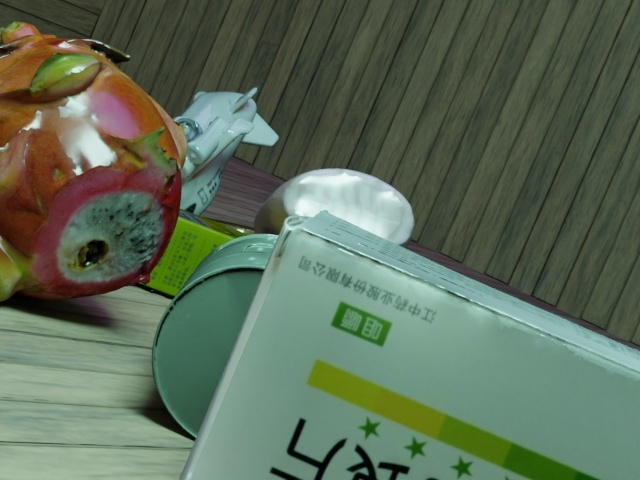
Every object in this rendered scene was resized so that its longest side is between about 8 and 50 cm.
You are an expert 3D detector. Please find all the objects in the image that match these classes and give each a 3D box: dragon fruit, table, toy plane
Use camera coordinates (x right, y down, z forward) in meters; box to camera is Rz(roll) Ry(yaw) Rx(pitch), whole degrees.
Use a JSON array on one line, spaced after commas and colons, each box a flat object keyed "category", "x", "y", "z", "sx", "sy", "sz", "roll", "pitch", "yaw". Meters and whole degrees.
[{"category": "dragon fruit", "x": -0.216, "y": -0.060, "z": 1.284, "sx": 0.227, "sy": 0.224, "sz": 0.224, "roll": 34, "pitch": 10, "yaw": 38}, {"category": "table", "x": -0.046, "y": 0.067, "z": 1.164, "sx": 0.126, "sy": 0.126, "sz": 0.220, "roll": 23, "pitch": 6, "yaw": -1}, {"category": "toy plane", "x": -0.154, "y": -0.097, "z": 2.020, "sx": 0.117, "sy": 0.245, "sz": 0.244, "roll": 46, "pitch": 1, "yaw": -9}]

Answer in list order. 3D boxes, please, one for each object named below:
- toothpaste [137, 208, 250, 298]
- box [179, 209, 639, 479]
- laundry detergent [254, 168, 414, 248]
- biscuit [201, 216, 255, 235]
[{"category": "toothpaste", "x": -0.086, "y": 0.032, "z": 1.635, "sx": 0.327, "sy": 0.077, "sz": 0.110, "roll": 21, "pitch": 6, "yaw": -20}, {"category": "box", "x": 0.105, "y": 0.125, "z": 0.941, "sx": 0.333, "sy": 0.173, "sz": 0.145, "roll": 23, "pitch": 7, "yaw": 3}, {"category": "laundry detergent", "x": 0.000, "y": 0.000, "z": 1.819, "sx": 0.159, "sy": 0.088, "sz": 0.335, "roll": 16, "pitch": -13, "yaw": -8}, {"category": "biscuit", "x": -0.091, "y": 0.009, "z": 2.062, "sx": 0.170, "sy": 0.050, "sz": 0.170, "roll": 14, "pitch": 1, "yaw": 0}]
